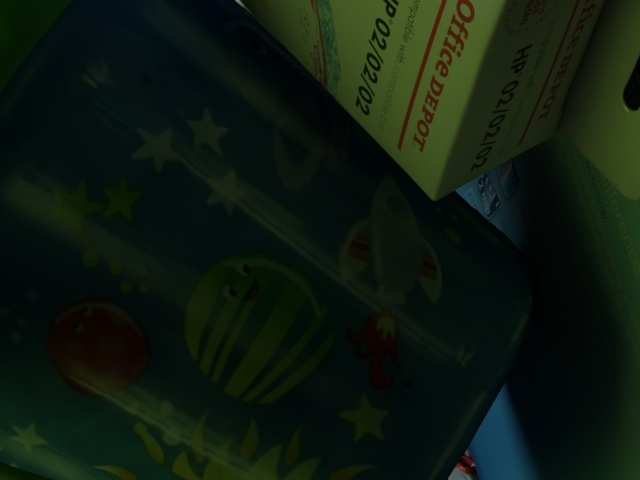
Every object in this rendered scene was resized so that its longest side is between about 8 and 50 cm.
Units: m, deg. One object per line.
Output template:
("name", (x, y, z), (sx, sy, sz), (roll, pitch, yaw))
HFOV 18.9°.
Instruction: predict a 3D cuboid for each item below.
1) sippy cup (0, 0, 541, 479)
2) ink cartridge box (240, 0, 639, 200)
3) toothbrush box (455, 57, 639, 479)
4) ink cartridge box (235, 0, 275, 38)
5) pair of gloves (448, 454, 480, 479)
("sippy cup", (-0.051, 0.023, 0.709), (0.224, 0.305, 0.240), (33, 154, 2))
("ink cartridge box", (0.035, -0.090, 0.616), (0.181, 0.062, 0.104), (47, 148, 23))
("toothbrush box", (0.154, 0.033, 0.714), (0.295, 0.126, 0.216), (121, 133, -65))
("ink cartridge box", (0.013, -0.291, 0.825), (0.395, 0.166, 0.285), (116, 136, -61))
("pair of gloves", (0.113, 0.205, 1.115), (0.198, 0.023, 0.159), (-169, 66, -70))
